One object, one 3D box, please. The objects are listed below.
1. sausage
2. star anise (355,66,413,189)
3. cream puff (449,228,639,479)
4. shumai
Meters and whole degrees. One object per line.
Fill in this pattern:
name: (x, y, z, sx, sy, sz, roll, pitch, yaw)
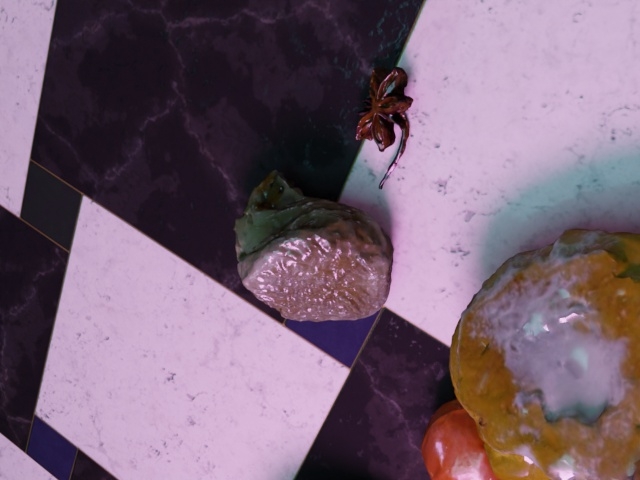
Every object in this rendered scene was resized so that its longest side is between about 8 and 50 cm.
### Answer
sausage: (0.264, 0.370, 1.034, 0.141, 0.153, 0.268, -32, 89, 20)
star anise: (0.097, -0.166, 0.987, 0.097, 0.070, 0.191, 40, 126, 41)
cream puff: (0.364, 0.181, 0.872, 0.378, 0.275, 0.378, -10, 74, 37)
shumai: (0.000, 0.000, 1.056, 0.260, 0.222, 0.225, 18, 135, -20)
